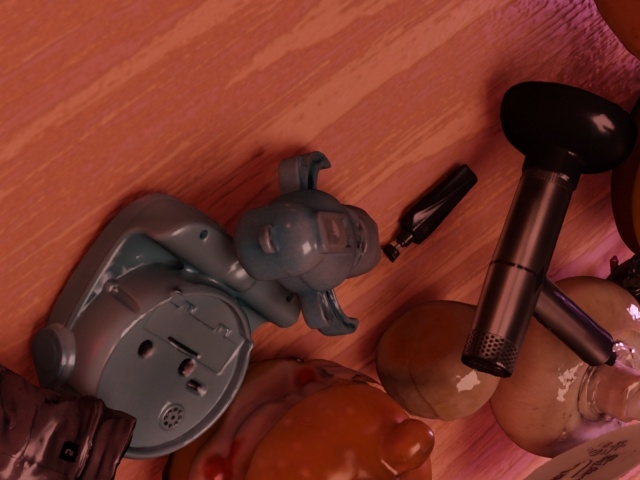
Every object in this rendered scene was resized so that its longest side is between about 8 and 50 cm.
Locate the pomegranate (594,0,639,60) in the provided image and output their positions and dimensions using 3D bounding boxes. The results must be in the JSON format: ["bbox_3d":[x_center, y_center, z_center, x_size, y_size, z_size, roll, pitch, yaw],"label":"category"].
[{"bbox_3d":[0.419,-0.340,1.459,0.410,0.410,0.410,-24,129,-33],"label":"pomegranate"}]

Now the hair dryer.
[{"bbox_3d":[0.263,0.015,1.618,0.284,0.156,0.320,33,72,-64],"label":"hair dryer"}]

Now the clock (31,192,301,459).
[{"bbox_3d":[-0.159,0.108,1.349,0.274,0.094,0.223,-56,138,-3],"label":"clock"}]

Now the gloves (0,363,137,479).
[{"bbox_3d":[-0.299,0.169,1.208,0.286,0.119,0.142,17,80,-24],"label":"gloves"}]

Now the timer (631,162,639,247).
[{"bbox_3d":[0.454,-0.037,1.507,0.285,0.285,0.285,-24,129,-33],"label":"timer"}]

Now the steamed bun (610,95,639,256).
[{"bbox_3d":[0.533,-0.132,1.758,0.235,0.248,0.379,19,121,-44],"label":"steamed bun"}]

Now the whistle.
[{"bbox_3d":[0.000,0.000,1.362,0.274,0.093,0.186,4,76,-68],"label":"whistle"}]

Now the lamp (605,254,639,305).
[{"bbox_3d":[0.456,0.125,1.952,0.118,0.118,0.253,-40,141,-19],"label":"lamp"}]

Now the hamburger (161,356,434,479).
[{"bbox_3d":[0.003,0.260,1.472,0.276,0.237,0.276,-9,104,-41],"label":"hamburger"}]

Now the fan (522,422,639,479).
[{"bbox_3d":[0.300,0.346,1.876,0.233,0.012,0.414,2,142,-37],"label":"fan"}]

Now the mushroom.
[{"bbox_3d":[0.335,0.168,1.795,0.246,0.202,0.246,-16,114,-39],"label":"mushroom"}]

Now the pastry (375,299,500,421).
[{"bbox_3d":[0.138,0.133,1.617,0.156,0.156,0.092,-45,132,-14],"label":"pastry"}]

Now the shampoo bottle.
[{"bbox_3d":[0.123,-0.030,1.589,0.137,0.027,0.048,-44,138,-14],"label":"shampoo bottle"}]
